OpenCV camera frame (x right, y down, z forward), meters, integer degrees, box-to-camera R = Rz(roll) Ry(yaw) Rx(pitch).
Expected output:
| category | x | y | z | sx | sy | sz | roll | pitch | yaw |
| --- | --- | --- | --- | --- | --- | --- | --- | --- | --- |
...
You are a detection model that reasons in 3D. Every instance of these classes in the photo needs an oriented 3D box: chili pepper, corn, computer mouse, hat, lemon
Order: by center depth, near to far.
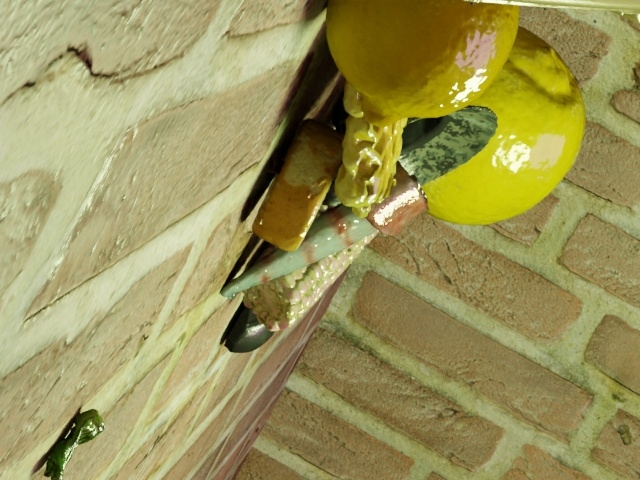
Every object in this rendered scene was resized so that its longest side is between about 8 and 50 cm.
| category | x | y | z | sx | sy | sz | roll | pitch | yaw |
| --- | --- | --- | --- | --- | --- | --- | --- | --- | --- |
| chili pepper | -0.231 | 0.190 | 1.453 | 0.091 | 0.034 | 0.030 | -55 | 139 | -45 |
| lemon | 0.101 | -0.223 | 1.531 | 0.187 | 0.187 | 0.244 | -46 | 158 | -71 |
| hat | 0.087 | -0.153 | 2.066 | 0.266 | 0.128 | 0.265 | -23 | 160 | -9 |
| corn | -0.004 | 0.004 | 2.186 | 0.335 | 0.127 | 0.126 | -52 | 170 | -44 |
| computer mouse | -0.085 | 0.109 | 2.279 | 0.099 | 0.057 | 0.172 | -62 | 177 | 35 |
| lemon | 0.259 | -0.190 | 2.551 | 0.348 | 0.348 | 0.348 | -60 | 175 | -9 |

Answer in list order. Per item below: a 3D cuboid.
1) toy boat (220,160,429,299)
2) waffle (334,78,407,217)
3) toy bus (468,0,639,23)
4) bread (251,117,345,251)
| category | x | y | z | sx | sy | sz | roll | pitch | yaw |
| --- | --- | --- | --- | --- | --- | --- | --- | --- | --- |
| toy boat | 0.000 | 0.000 | 1.997 | 0.282 | 0.096 | 0.206 | -34 | 177 | -1 |
| waffle | 0.071 | -0.178 | 1.773 | 0.312 | 0.060 | 0.307 | -40 | 140 | -78 |
| toy bus | 0.206 | -0.303 | 1.379 | 0.365 | 0.177 | 0.201 | -6 | 120 | -47 |
| bread | -0.028 | -0.064 | 1.811 | 0.122 | 0.073 | 0.149 | 119 | -3 | -72 |
